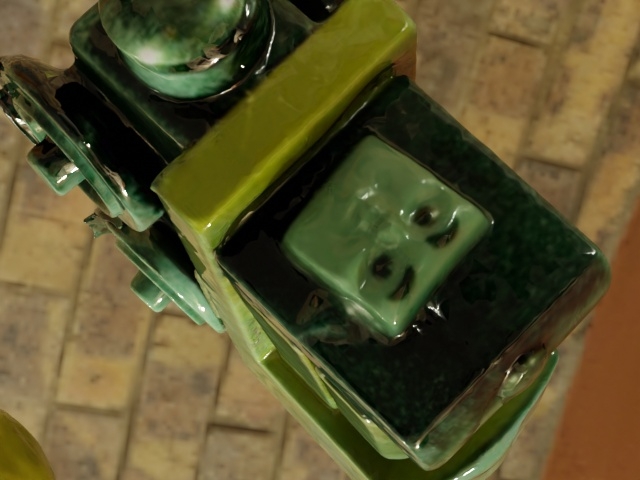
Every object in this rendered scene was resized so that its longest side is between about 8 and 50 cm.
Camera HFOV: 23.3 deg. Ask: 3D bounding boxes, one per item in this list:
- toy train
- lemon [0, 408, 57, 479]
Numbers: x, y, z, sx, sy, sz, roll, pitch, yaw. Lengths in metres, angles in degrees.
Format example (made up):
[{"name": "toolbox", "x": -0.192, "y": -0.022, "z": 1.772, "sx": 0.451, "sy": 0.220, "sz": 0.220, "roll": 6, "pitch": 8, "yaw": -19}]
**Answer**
[{"name": "toy train", "x": 0.000, "y": 0.000, "z": 0.734, "sx": 0.160, "sy": 0.253, "sz": 0.397, "roll": -43, "pitch": 166, "yaw": -8}, {"name": "lemon", "x": -0.199, "y": 0.164, "z": 0.680, "sx": 0.170, "sy": 0.170, "sz": 0.207, "roll": 24, "pitch": -86, "yaw": 63}]
